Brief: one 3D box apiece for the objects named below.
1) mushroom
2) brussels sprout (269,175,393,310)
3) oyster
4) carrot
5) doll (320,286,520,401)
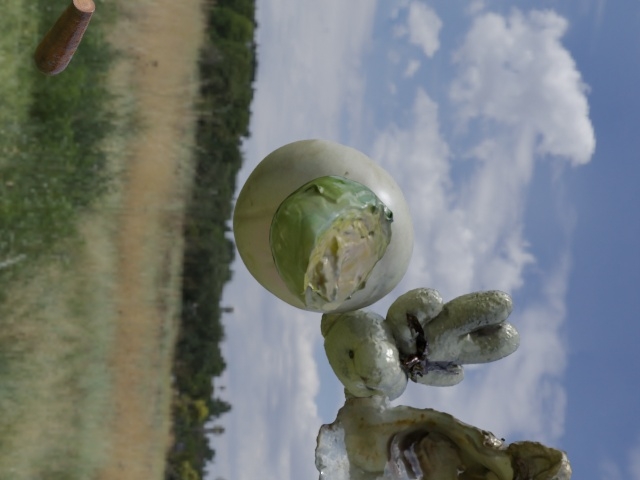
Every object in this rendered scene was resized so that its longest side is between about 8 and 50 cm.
[{"bbox_3d":[0.005,-0.023,1.266,0.202,0.246,0.246,-68,167,-61],"label":"mushroom"},{"bbox_3d":[-0.001,-0.004,1.090,0.122,0.149,0.152,30,-98,39],"label":"brussels sprout"},{"bbox_3d":[0.109,0.224,0.854,0.107,0.232,0.162,70,19,-52],"label":"oyster"},{"bbox_3d":[-0.230,-0.184,0.843,0.093,0.032,0.032,-41,-139,42],"label":"carrot"},{"bbox_3d":[0.144,0.150,1.326,0.149,0.278,0.175,-64,137,-79],"label":"doll"}]
